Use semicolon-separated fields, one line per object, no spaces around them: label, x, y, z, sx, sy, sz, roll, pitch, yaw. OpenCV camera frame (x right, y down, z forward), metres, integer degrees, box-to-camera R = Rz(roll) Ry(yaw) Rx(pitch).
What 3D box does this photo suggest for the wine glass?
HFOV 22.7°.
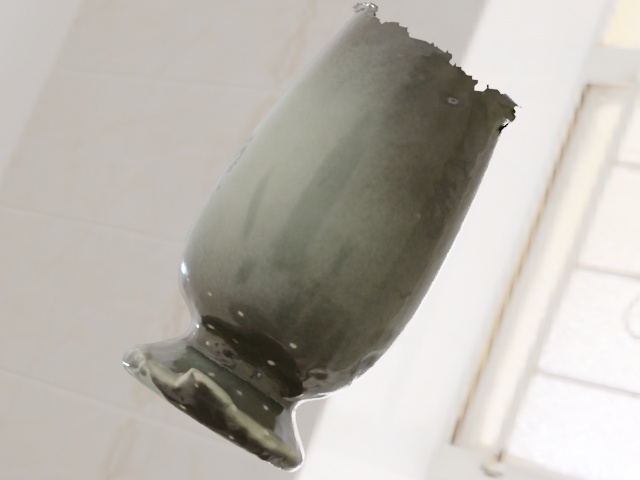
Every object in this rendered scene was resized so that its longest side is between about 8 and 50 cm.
wine glass;0.000;0.000;0.727;0.111;0.111;0.204;37;-95;-42
